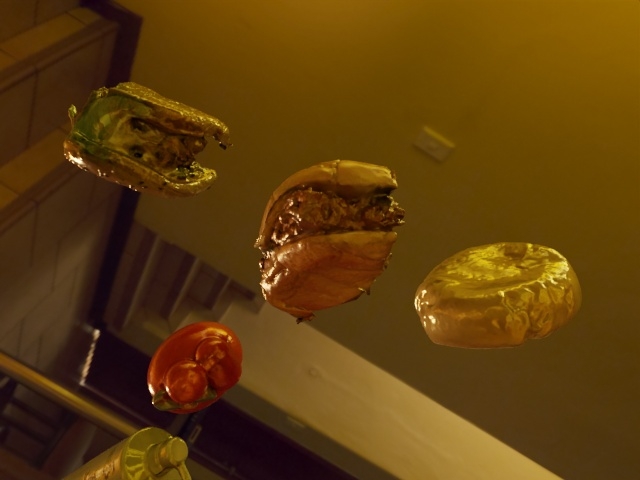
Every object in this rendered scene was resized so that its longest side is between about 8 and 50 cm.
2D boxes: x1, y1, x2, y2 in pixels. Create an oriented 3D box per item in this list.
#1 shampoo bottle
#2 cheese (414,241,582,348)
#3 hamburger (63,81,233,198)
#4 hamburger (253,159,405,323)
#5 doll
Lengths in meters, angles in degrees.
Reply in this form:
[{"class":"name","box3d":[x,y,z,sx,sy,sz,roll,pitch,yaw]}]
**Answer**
[{"class":"shampoo bottle","box3d":[-0.241,0.292,0.732,0.262,0.085,0.085,-37,-166,35]},{"class":"cheese","box3d":[0.258,0.084,0.896,0.214,0.117,0.226,-25,-165,-29]},{"class":"hamburger","box3d":[-0.317,-0.179,1.072,0.192,0.288,0.167,-81,-167,-75]},{"class":"hamburger","box3d":[0.000,0.000,0.870,0.245,0.282,0.155,47,37,-50]},{"class":"doll","box3d":[-0.198,0.201,0.952,0.161,0.129,0.290,-35,-178,-18]}]
